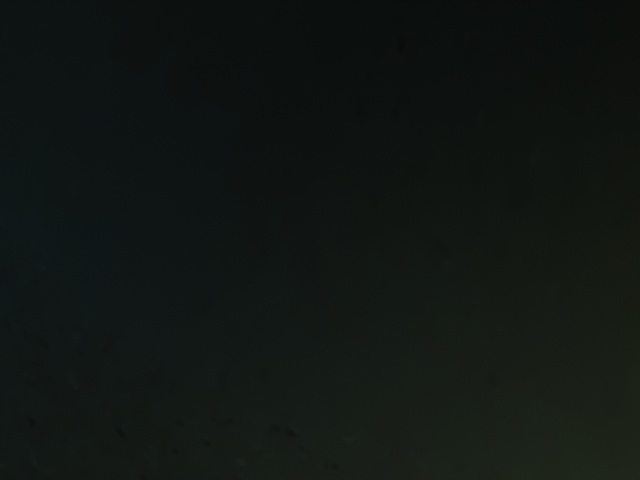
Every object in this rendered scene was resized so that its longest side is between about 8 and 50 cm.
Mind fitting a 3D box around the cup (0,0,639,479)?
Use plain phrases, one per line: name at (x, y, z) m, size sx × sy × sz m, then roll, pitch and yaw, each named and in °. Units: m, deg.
cup at (0.056, -0.071, 0.389) m, size 0.331 × 0.331 × 0.237 m, roll -28°, pitch 34°, yaw 33°
